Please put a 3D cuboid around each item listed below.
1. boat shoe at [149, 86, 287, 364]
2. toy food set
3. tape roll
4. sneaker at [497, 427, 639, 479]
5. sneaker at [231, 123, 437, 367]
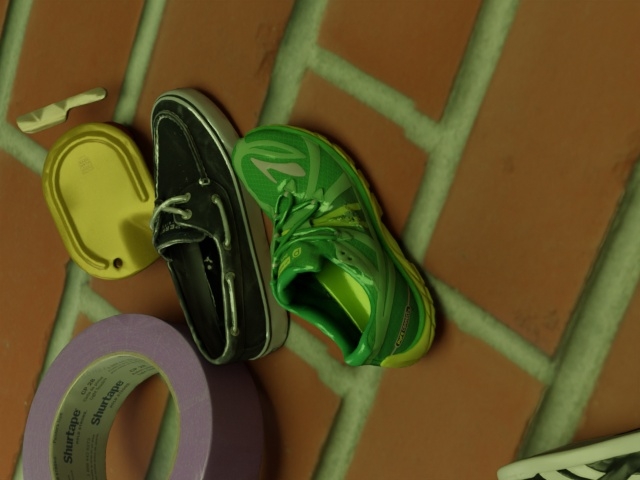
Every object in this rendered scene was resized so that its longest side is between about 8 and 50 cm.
[{"bbox_3d":[-0.129,-0.015,1.909,0.108,0.102,0.301,-19,85,42],"label":"boat shoe"},{"bbox_3d":[-0.236,-0.061,2.030,0.128,0.071,0.218,-26,82,17],"label":"toy food set"},{"bbox_3d":[-0.194,0.220,1.960,0.275,0.090,0.274,-11,71,35],"label":"tape roll"},{"bbox_3d":[0.258,0.237,1.625,0.217,0.079,0.121,-20,83,41],"label":"sneaker"},{"bbox_3d":[0.000,0.000,1.782,0.295,0.123,0.109,53,128,22],"label":"sneaker"}]
